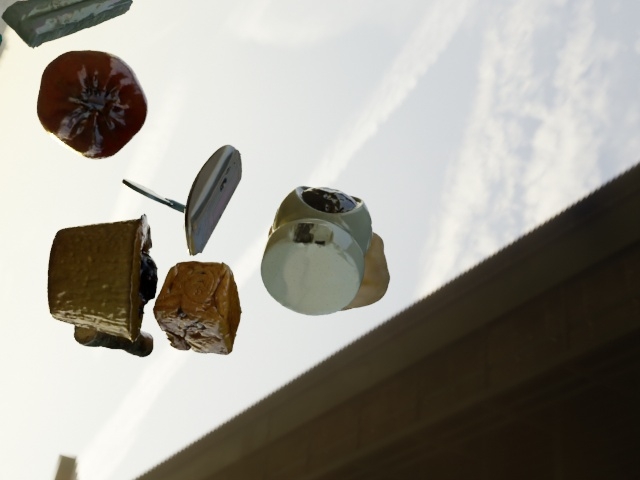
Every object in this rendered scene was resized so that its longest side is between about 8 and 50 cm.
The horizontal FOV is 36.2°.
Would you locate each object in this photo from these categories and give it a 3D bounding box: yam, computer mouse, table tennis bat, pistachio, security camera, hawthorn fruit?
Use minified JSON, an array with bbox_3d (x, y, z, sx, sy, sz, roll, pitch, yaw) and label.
[{"bbox_3d":[-0.395,0.188,1.903,0.061,0.253,0.061,-4,-103,17],"label":"yam"},{"bbox_3d":[-0.179,-0.066,1.559,0.102,0.045,0.199,88,22,-53],"label":"computer mouse"},{"bbox_3d":[-0.330,-0.088,1.957,0.100,0.155,0.019,30,-87,50],"label":"table tennis bat"},{"bbox_3d":[0.028,0.045,2.194,0.230,0.309,0.230,-27,-130,38],"label":"pistachio"},{"bbox_3d":[0.000,0.000,1.807,0.194,0.194,0.236,-48,-166,35],"label":"security camera"},{"bbox_3d":[-0.466,-0.277,2.001,0.224,0.224,0.261,-66,-168,1],"label":"hawthorn fruit"}]

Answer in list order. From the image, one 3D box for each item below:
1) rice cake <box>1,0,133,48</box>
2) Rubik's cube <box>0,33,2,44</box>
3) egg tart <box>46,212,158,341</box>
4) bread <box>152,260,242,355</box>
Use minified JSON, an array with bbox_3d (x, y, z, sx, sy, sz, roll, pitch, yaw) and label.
[{"bbox_3d":[-0.419,-0.388,1.646,0.226,0.085,0.040,-33,159,-40],"label":"rice cake"},{"bbox_3d":[-0.621,-0.214,1.548,0.250,0.284,0.234,170,-96,-74],"label":"Rubik's cube"},{"bbox_3d":[-0.352,0.058,1.604,0.215,0.171,0.215,-176,-90,-83],"label":"egg tart"},{"bbox_3d":[-0.247,0.138,2.003,0.158,0.149,0.143,-84,171,-45],"label":"bread"}]
